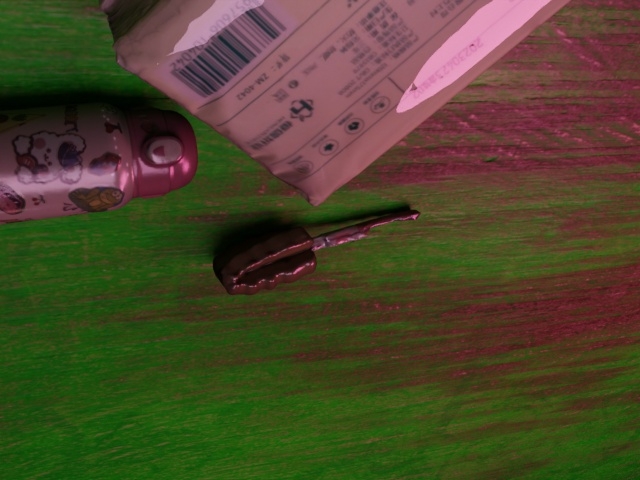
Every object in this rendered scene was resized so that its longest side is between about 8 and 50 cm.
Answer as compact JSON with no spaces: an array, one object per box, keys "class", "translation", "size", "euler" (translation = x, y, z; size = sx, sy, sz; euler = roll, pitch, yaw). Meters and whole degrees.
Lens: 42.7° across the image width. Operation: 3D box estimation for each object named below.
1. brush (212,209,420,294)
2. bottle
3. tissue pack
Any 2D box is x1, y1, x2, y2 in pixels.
[{"class":"brush","translation":[0.000,0.000,1.116],"size":[0.300,0.084,0.071],"euler":[-18,109,-17]},{"class":"bottle","translation":[-0.256,-0.085,0.857],"size":[0.253,0.120,0.120],"euler":[-9,139,-16]},{"class":"tissue pack","translation":[0.031,-0.248,0.734],"size":[0.380,0.207,0.297],"euler":[-37,136,17]}]
